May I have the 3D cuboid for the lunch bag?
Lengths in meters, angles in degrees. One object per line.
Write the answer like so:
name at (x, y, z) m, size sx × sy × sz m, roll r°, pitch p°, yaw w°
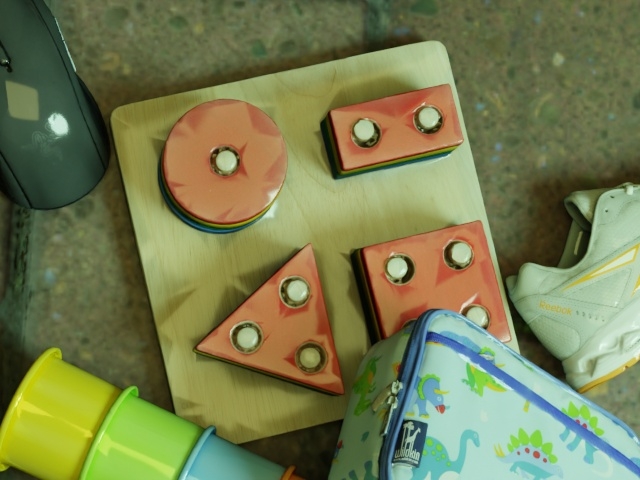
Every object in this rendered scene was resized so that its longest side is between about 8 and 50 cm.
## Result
lunch bag at (0.115, 0.158, 1.296) m, size 0.219 × 0.090 × 0.176 m, roll 36°, pitch 48°, yaw -19°

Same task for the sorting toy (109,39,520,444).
sorting toy at (0.000, 0.000, 1.391) m, size 0.255 × 0.089 × 0.257 m, roll -13°, pitch 86°, yaw -8°

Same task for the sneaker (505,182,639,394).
sneaker at (0.249, -0.014, 1.423) m, size 0.262 × 0.099 × 0.121 m, roll -42°, pitch 86°, yaw -10°

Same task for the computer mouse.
computer mouse at (-0.270, -0.131, 1.385) m, size 0.184 × 0.060 × 0.262 m, roll -22°, pitch 87°, yaw -10°

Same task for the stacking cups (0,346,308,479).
stacking cups at (-0.067, 0.184, 1.334) m, size 0.316 × 0.096 × 0.096 m, roll 26°, pitch 82°, yaw 6°
